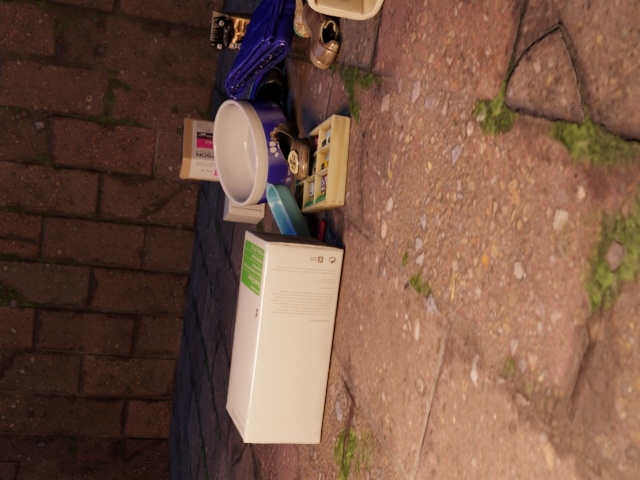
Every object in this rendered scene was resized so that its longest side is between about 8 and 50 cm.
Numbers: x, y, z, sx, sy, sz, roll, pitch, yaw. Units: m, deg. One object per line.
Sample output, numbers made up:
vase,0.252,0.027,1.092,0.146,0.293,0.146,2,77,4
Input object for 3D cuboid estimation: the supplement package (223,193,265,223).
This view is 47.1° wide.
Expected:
supplement package,-0.216,-0.148,2.117,0.105,0.105,0.179,151,124,-70

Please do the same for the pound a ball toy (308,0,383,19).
pound a ball toy,0.004,-0.557,1.292,0.136,0.208,0.319,127,145,-61

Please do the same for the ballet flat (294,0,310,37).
ballet flat,-0.023,-0.562,1.684,0.067,0.073,0.206,-22,62,42

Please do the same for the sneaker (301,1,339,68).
sneaker,0.011,-0.443,1.526,0.071,0.066,0.188,-42,47,43

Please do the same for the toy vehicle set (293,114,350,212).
toy vehicle set,-0.003,-0.141,1.478,0.267,0.035,0.166,167,108,-74

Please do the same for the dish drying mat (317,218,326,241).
dish drying mat,0.000,0.000,1.470,0.032,0.008,0.083,-132,49,-68

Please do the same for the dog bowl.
dog bowl,-0.171,-0.221,1.835,0.265,0.104,0.265,26,121,56

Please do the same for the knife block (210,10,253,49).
knife block,-0.196,-0.588,2.091,0.242,0.275,0.088,33,122,44

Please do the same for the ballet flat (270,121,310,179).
ballet flat,-0.064,-0.193,1.539,0.250,0.058,0.084,-112,30,-59

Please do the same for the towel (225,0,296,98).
towel,-0.135,-0.509,1.779,0.227,0.076,0.308,-32,34,40

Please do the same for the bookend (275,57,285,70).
bookend,-0.134,-0.563,2.039,0.156,0.072,0.157,119,153,-55

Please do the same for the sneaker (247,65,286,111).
sneaker,-0.157,-0.317,1.972,0.146,0.102,0.293,-120,39,-63

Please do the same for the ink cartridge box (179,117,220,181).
ink cartridge box,-0.313,-0.275,2.267,0.088,0.234,0.193,111,158,-45

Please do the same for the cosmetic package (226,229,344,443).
cosmetic package,-0.072,0.177,1.392,0.197,0.155,0.366,-162,79,-71

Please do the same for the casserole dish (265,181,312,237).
casserole dish,-0.063,-0.041,1.545,0.188,0.037,0.114,66,164,9
